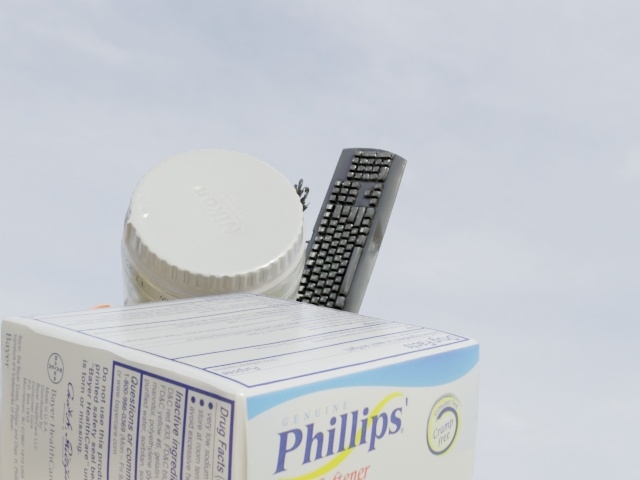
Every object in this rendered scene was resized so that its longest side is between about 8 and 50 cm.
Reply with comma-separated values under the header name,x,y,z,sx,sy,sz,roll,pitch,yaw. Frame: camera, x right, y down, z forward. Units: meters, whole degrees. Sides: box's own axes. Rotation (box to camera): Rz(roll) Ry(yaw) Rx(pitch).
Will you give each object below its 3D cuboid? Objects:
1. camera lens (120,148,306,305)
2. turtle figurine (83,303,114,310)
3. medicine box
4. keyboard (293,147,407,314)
name,x,y,z,sx,sy,sz,roll,pitch,yaw
camera lens,-0.136,0.051,0.982,0.219,0.219,0.274,15,-42,0
turtle figurine,-0.340,0.242,1.113,0.217,0.269,0.087,46,-33,-9
medicine box,-0.065,0.139,0.622,0.289,0.149,0.263,8,6,41
keyboard,0.000,0.000,1.147,0.201,0.317,0.033,3,-27,37
